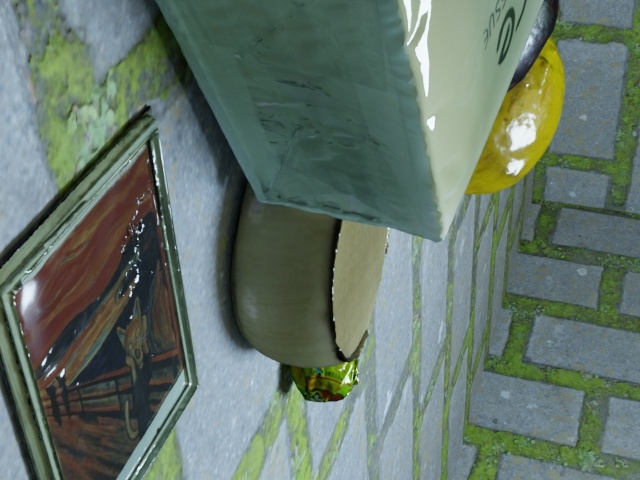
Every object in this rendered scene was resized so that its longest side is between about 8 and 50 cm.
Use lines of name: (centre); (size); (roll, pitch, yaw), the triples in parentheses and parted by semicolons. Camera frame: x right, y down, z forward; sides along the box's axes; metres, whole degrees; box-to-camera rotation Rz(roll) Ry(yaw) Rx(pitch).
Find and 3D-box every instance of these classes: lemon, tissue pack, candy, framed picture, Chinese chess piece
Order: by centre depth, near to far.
framed picture: (-0.143, 0.075, 0.710); (0.216, 0.016, 0.273); (-61, 155, -48)
tissue pack: (0.064, -0.257, 0.796); (0.332, 0.205, 0.405); (69, 41, -57)
Chinese chess piece: (0.000, 0.000, 0.997); (0.250, 0.103, 0.250); (8, 90, -74)
candy: (0.018, 0.065, 1.183); (0.077, 0.073, 0.262); (42, 47, -39)
lemon: (0.218, -0.192, 1.404); (0.233, 0.233, 0.288); (30, 78, -73)

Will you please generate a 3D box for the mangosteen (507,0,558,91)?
mangosteen: (0.120, -0.258, 1.087); (0.289, 0.231, 0.232); (5, 95, -51)
